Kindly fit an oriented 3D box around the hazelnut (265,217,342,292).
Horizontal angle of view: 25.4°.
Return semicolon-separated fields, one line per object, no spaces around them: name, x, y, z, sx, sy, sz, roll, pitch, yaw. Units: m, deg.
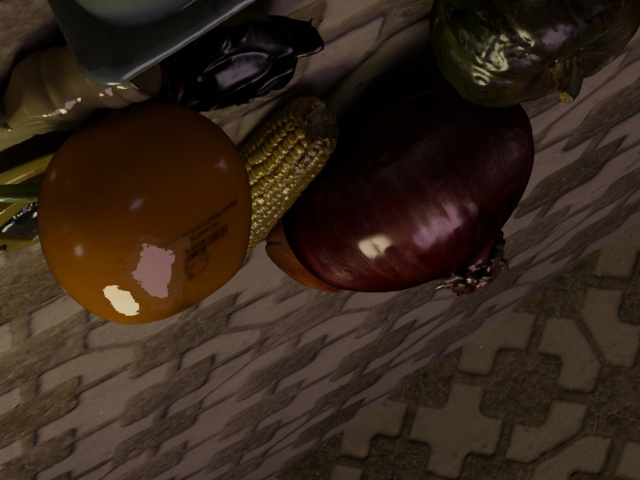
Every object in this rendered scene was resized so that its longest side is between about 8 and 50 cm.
hazelnut;0.000;0.000;2.008;0.150;0.150;0.150;-26;163;-9

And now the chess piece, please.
chess piece;-0.249;-0.133;1.300;0.200;0.090;0.090;-23;166;20

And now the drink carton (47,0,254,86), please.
drink carton;-0.149;-0.252;0.971;0.191;0.185;0.189;-29;152;7

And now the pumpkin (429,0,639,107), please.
pumpkin;0.248;-0.238;1.584;0.260;0.189;0.260;-24;161;-9

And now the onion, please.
onion;0.132;-0.041;1.770;0.348;0.285;0.347;-36;-169;8

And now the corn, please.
corn;-0.073;-0.066;1.720;0.106;0.106;0.293;-10;156;-47

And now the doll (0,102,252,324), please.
doll;-0.188;-0.040;1.358;0.213;0.236;0.213;-29;131;-39

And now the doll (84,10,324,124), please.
doll;-0.116;-0.164;1.414;0.249;0.088;0.127;-24;-175;14

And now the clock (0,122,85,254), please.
clock;-0.309;-0.042;1.489;0.237;0.057;0.237;-28;163;-9
